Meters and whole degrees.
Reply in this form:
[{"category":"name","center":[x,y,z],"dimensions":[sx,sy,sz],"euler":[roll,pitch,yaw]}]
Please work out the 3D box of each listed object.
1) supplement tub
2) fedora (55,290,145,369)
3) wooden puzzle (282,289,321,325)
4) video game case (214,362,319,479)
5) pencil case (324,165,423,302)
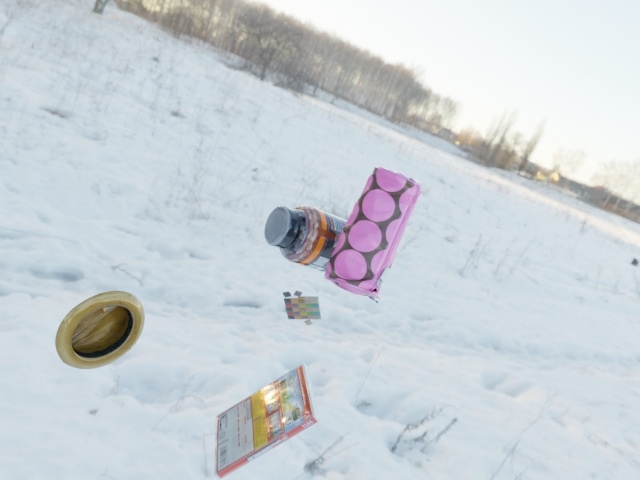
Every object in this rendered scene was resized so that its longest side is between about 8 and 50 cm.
[{"category":"supplement tub","center":[0.000,0.000,0.917],"dimensions":[0.198,0.106,0.106],"euler":[20,13,-39]},{"category":"fedora","center":[-0.487,0.185,1.140],"dimensions":[0.079,0.194,0.194],"euler":[24,11,41]},{"category":"wooden puzzle","center":[-0.025,0.097,0.751],"dimensions":[0.049,0.083,0.006],"euler":[-1,47,6]},{"category":"video game case","center":[-0.142,0.446,1.308],"dimensions":[0.025,0.285,0.204],"euler":[55,6,-25]},{"category":"pencil case","center":[0.090,-0.013,0.822],"dimensions":[0.095,0.209,0.098],"euler":[28,-9,-37]}]
